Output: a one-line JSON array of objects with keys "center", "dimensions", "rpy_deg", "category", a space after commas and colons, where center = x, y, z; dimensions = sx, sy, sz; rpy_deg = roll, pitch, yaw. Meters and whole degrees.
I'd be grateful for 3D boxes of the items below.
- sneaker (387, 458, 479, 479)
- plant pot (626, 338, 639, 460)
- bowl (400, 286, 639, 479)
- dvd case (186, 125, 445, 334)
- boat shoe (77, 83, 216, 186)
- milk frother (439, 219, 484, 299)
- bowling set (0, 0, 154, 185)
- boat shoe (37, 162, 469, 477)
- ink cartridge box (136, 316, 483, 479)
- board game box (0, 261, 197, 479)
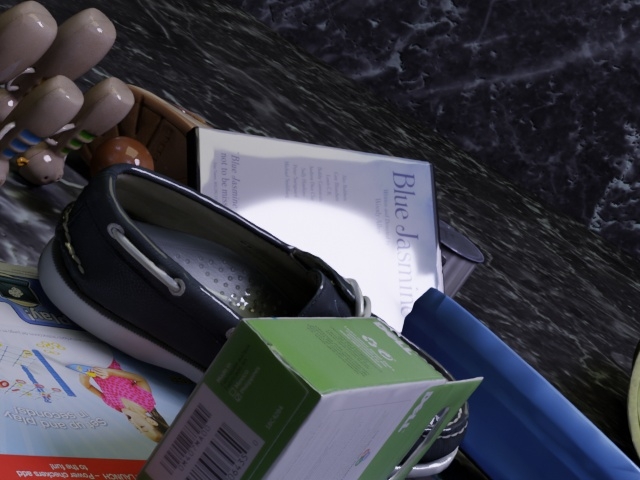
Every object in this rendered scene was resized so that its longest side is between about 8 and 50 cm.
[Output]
[{"center": [0.047, 0.175, 1.040], "dimensions": [0.228, 0.092, 0.087], "rpy_deg": [45, 17, 27], "category": "sneaker"}, {"center": [0.472, 0.169, 1.689], "dimensions": [0.276, 0.276, 0.254], "rpy_deg": [34, 4, -1], "category": "plant pot"}, {"center": [0.198, 0.198, 1.113], "dimensions": [0.391, 0.077, 0.391], "rpy_deg": [45, -1, 1], "category": "bowl"}, {"center": [0.000, 0.000, 1.301], "dimensions": [0.253, 0.022, 0.180], "rpy_deg": [7, 69, -29], "category": "dvd case"}, {"center": [-0.078, -0.038, 1.411], "dimensions": [0.342, 0.123, 0.123], "rpy_deg": [33, 12, 8], "category": "boat shoe"}, {"center": [0.116, 0.071, 1.432], "dimensions": [0.143, 0.134, 0.129], "rpy_deg": [32, 16, -7], "category": "milk frother"}, {"center": [-0.253, -0.092, 1.234], "dimensions": [0.200, 0.154, 0.287], "rpy_deg": [57, 19, 12], "category": "bowling set"}, {"center": [-0.024, 0.053, 0.904], "dimensions": [0.303, 0.091, 0.114], "rpy_deg": [24, 39, -19], "category": "boat shoe"}, {"center": [0.001, 0.102, 0.815], "dimensions": [0.062, 0.109, 0.209], "rpy_deg": [42, 17, 24], "category": "ink cartridge box"}, {"center": [-0.137, 0.131, 0.822], "dimensions": [0.308, 0.086, 0.302], "rpy_deg": [14, 25, -51], "category": "board game box"}]
